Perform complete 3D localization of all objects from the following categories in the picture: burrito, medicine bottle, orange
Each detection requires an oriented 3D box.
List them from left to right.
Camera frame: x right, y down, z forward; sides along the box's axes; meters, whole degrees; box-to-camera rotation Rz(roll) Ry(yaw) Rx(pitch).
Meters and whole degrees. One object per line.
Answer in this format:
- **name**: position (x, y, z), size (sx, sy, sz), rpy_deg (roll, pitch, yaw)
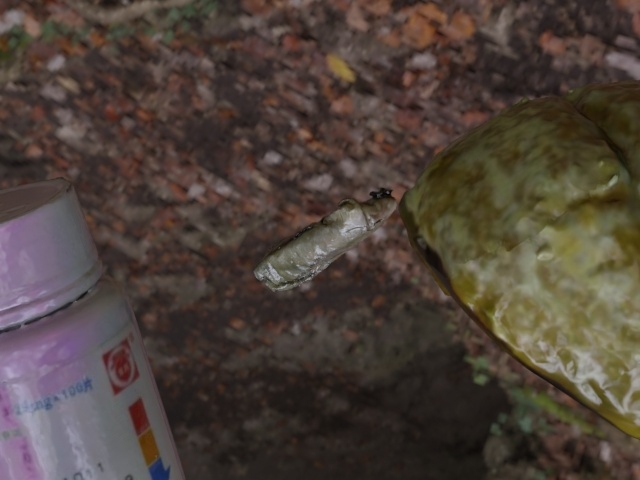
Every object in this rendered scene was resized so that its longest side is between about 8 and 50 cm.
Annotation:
- **medicine bottle**: position (-0.192, 0.096, 0.914), size (0.152, 0.152, 0.254), rpy_deg (-6, 109, 35)
- **burrito**: position (0.001, 0.002, 1.122), size (0.051, 0.042, 0.171), rpy_deg (-4, 164, -35)
- **orange**: position (0.254, 0.009, 0.956), size (0.369, 0.271, 0.210), rpy_deg (18, 135, -42)
